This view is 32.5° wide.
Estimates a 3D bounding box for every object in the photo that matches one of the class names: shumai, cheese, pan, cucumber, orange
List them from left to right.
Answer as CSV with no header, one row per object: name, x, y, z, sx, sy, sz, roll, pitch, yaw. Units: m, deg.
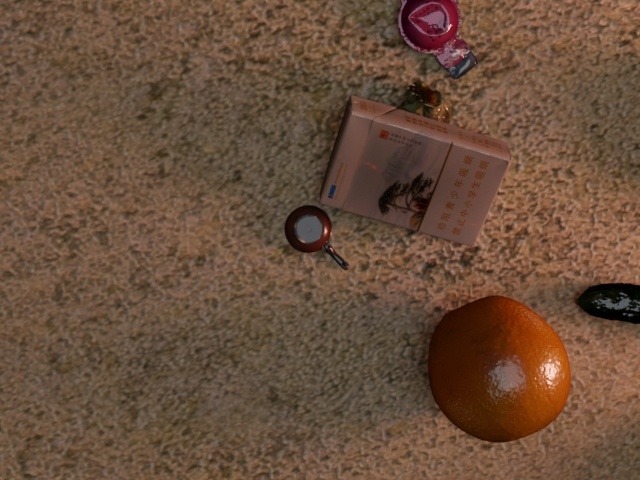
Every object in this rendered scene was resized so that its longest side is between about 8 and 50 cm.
pan,0.000,0.000,1.567,0.115,0.023,0.068,44,88,-6
shumai,0.149,-0.181,1.543,0.083,0.080,0.082,4,94,-7
cheese,0.167,-0.297,1.560,0.095,0.038,0.145,-38,102,-1
orange,0.243,0.177,1.519,0.206,0.206,0.206,0,93,-5
cucumber,0.493,0.099,1.598,0.245,0.067,0.067,13,92,-5

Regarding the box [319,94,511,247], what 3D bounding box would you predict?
box,0.128,-0.094,1.526,0.233,0.067,0.150,16,117,-6
